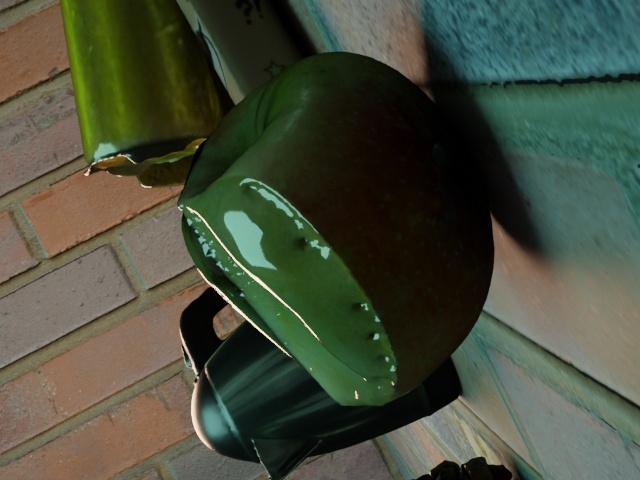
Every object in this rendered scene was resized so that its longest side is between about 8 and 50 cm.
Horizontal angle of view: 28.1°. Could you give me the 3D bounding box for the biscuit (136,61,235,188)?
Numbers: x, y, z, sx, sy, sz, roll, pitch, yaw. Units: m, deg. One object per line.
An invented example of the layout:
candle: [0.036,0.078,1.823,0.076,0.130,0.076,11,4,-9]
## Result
biscuit: [-0.098,-0.115,1.474,0.239,0.212,0.041,36,179,4]

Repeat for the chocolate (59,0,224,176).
chocolate: [-0.213,-0.296,1.386,0.162,0.162,0.445,136,123,-85]

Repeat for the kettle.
kettle: [-0.024,0.125,1.384,0.250,0.271,0.207,61,175,7]

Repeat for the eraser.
eraser: [-0.080,-0.202,1.230,0.290,0.087,0.171,61,180,19]

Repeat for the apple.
apple: [0.018,-0.009,0.774,0.188,0.174,0.207,43,179,-16]

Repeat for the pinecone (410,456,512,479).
pinecone: [0.140,0.312,1.296,0.184,0.179,0.204,-85,18,-60]
